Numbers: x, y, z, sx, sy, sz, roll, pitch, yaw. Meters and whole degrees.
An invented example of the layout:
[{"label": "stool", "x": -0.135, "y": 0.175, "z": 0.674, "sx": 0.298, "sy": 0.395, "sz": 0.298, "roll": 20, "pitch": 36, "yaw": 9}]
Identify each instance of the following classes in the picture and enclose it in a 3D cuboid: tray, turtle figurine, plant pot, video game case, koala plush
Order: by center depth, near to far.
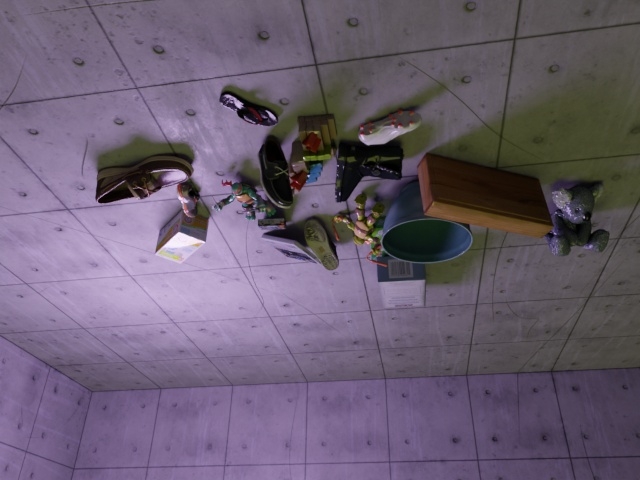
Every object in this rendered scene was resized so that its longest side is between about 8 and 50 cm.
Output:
[{"label": "tray", "x": 0.516, "y": -0.141, "z": 1.755, "sx": 0.412, "sy": 0.202, "sz": 0.076, "roll": 11, "pitch": 142, "yaw": -15}, {"label": "plant pot", "x": 0.351, "y": -0.076, "z": 1.863, "sx": 0.294, "sy": 0.196, "sz": 0.293, "roll": 3, "pitch": 151, "yaw": 2}, {"label": "turtle figurine", "x": -0.250, "y": -0.134, "z": 1.867, "sx": 0.176, "sy": 0.118, "sz": 0.234, "roll": 7, "pitch": 169, "yaw": 23}, {"label": "koala plush", "x": 0.856, "y": -0.091, "z": 1.890, "sx": 0.197, "sy": 0.203, "sz": 0.221, "roll": -7, "pitch": 126, "yaw": -3}, {"label": "turtle figurine", "x": 0.163, "y": -0.046, "z": 1.965, "sx": 0.087, "sy": 0.269, "sz": 0.217, "roll": -30, "pitch": 150, "yaw": -35}, {"label": "video game case", "x": -0.109, "y": 0.034, "z": 2.136, "sx": 0.191, "sy": 0.022, "sz": 0.173, "roll": 10, "pitch": 160, "yaw": 42}]

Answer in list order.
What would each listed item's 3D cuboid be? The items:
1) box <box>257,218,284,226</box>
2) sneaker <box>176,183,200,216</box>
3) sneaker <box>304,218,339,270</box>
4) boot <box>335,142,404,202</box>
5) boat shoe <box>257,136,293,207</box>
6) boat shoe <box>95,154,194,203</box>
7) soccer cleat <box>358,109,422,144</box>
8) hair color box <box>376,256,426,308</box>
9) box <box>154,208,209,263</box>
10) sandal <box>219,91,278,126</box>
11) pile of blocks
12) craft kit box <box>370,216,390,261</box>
[{"label": "box", "x": -0.172, "y": -0.058, "z": 2.005, "sx": 0.094, "sy": 0.027, "sz": 0.137, "roll": -3, "pitch": 176, "yaw": 0}, {"label": "sneaker", "x": -0.443, "y": -0.135, "z": 1.923, "sx": 0.065, "sy": 0.061, "sz": 0.157, "roll": -9, "pitch": 147, "yaw": 3}, {"label": "sneaker", "x": 0.000, "y": 0.000, "z": 2.113, "sx": 0.083, "sy": 0.118, "sz": 0.221, "roll": -21, "pitch": 114, "yaw": 9}, {"label": "boot", "x": 0.152, "y": -0.204, "z": 1.766, "sx": 0.208, "sy": 0.094, "sz": 0.246, "roll": 5, "pitch": 141, "yaw": 1}, {"label": "boat shoe", "x": -0.130, "y": -0.201, "z": 1.656, "sx": 0.084, "sy": 0.232, "sz": 0.079, "roll": 0, "pitch": 149, "yaw": -32}, {"label": "boat shoe", "x": -0.571, "y": -0.180, "z": 1.794, "sx": 0.343, "sy": 0.123, "sz": 0.123, "roll": -7, "pitch": 147, "yaw": 12}, {"label": "soccer cleat", "x": 0.205, "y": -0.323, "z": 1.614, "sx": 0.197, "sy": 0.068, "sz": 0.076, "roll": -10, "pitch": 151, "yaw": 29}, {"label": "hair color box", "x": 0.334, "y": 0.174, "z": 2.280, "sx": 0.186, "sy": 0.113, "sz": 0.374, "roll": -4, "pitch": 157, "yaw": 8}, {"label": "box", "x": -0.515, "y": -0.012, "z": 2.072, "sx": 0.114, "sy": 0.103, "sz": 0.203, "roll": 24, "pitch": 141, "yaw": -32}, {"label": "sandal", "x": -0.204, "y": -0.360, "z": 1.581, "sx": 0.179, "sy": 0.040, "sz": 0.067, "roll": 20, "pitch": 142, "yaw": -28}, {"label": "pile of blocks", "x": -0.035, "y": -0.228, "z": 1.718, "sx": 0.149, "sy": 0.112, "sz": 0.362, "roll": 10, "pitch": 147, "yaw": -13}, {"label": "craft kit box", "x": 0.311, "y": -0.003, "z": 2.117, "sx": 0.250, "sy": 0.060, "sz": 0.246, "roll": -3, "pitch": 145, "yaw": 5}]
